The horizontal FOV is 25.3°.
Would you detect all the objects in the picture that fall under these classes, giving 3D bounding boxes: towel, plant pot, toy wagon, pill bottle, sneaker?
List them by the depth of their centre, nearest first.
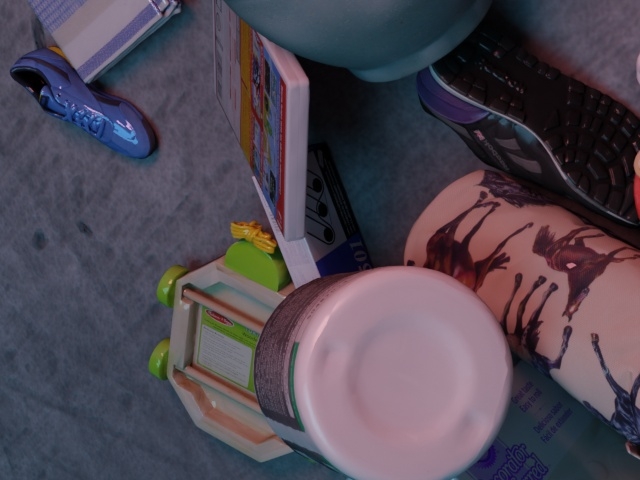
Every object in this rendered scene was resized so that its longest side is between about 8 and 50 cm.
[{"bbox_3d":[0.050,-0.278,1.377,0.293,0.293,0.196,-12,132,39],"label":"plant pot"},{"bbox_3d":[0.042,0.131,1.432,0.204,0.204,0.361,59,168,-4],"label":"pill bottle"},{"bbox_3d":[0.223,-0.107,1.455,0.283,0.107,0.124,39,159,5],"label":"sneaker"},{"bbox_3d":[-0.299,-0.346,1.707,0.209,0.034,0.285,-32,93,44],"label":"towel"},{"bbox_3d":[-0.086,0.120,1.798,0.267,0.068,0.344,25,125,23],"label":"toy wagon"},{"bbox_3d":[-0.304,-0.164,1.801,0.209,0.082,0.069,39,128,12],"label":"sneaker"}]

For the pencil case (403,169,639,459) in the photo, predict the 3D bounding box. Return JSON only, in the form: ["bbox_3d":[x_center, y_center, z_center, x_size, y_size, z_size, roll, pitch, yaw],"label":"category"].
[{"bbox_3d":[0.258,0.081,1.392,0.410,0.160,0.183,36,106,42],"label":"pencil case"}]

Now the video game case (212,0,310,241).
[{"bbox_3d":[-0.068,-0.164,1.534,0.285,0.025,0.204,-116,21,-46],"label":"video game case"}]

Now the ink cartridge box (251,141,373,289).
[{"bbox_3d":[0.000,0.000,1.652,0.046,0.097,0.207,-11,106,40],"label":"ink cartridge box"}]

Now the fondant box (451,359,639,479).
[{"bbox_3d":[0.270,0.306,1.518,0.330,0.238,0.096,43,131,10],"label":"fondant box"}]

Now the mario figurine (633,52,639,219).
[{"bbox_3d":[0.382,-0.105,1.272,0.198,0.170,0.320,22,122,21],"label":"mario figurine"}]

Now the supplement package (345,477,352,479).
[{"bbox_3d":[0.167,0.322,1.625,0.262,0.204,0.145,42,133,11],"label":"supplement package"}]
